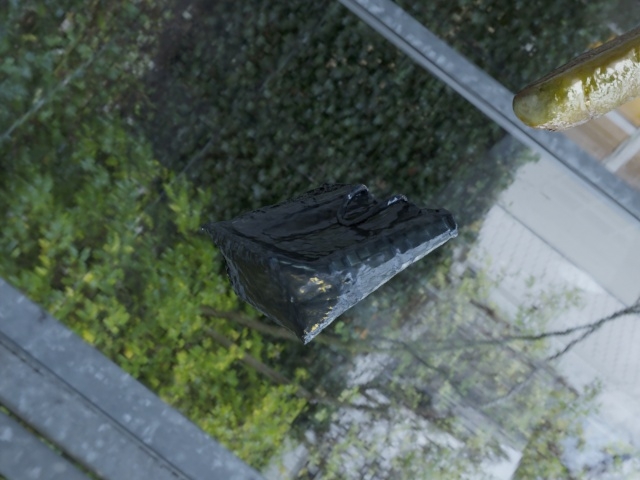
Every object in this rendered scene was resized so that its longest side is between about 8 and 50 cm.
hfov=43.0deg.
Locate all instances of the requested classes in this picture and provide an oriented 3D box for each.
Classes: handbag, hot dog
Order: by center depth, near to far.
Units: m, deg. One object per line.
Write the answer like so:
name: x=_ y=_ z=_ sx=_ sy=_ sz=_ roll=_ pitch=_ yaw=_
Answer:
hot dog: x=0.305 y=-0.173 z=0.761 sx=0.286 sy=0.061 sz=0.088 roll=-29 pitch=180 yaw=-14
handbag: x=0.000 y=0.000 z=0.775 sx=0.175 sy=0.088 sz=0.270 roll=-29 pitch=-159 yaw=-18
